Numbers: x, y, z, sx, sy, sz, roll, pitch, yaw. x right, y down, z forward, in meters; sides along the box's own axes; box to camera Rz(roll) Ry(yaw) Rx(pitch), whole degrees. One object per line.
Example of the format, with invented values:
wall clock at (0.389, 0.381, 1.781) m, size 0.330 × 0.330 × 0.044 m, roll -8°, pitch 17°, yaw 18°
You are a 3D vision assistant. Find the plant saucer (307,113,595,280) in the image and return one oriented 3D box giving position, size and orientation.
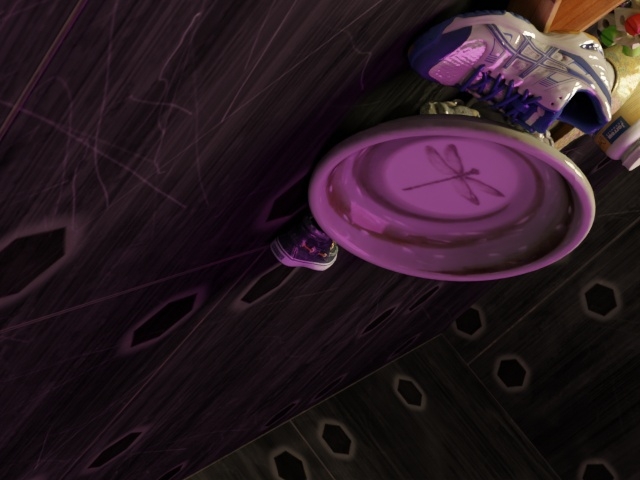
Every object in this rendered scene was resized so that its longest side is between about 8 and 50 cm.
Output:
plant saucer at (0.185, -0.077, 1.491) m, size 0.400 × 0.401 × 0.100 m, roll 119°, pitch -17°, yaw -58°

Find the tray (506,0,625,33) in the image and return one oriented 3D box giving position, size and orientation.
tray at (0.431, -0.410, 1.423) m, size 0.411 × 0.076 × 0.203 m, roll -35°, pitch 166°, yaw -11°

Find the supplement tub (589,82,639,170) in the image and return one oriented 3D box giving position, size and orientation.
supplement tub at (0.597, -0.253, 2.088) m, size 0.144 × 0.199 × 0.144 m, roll -36°, pitch 166°, yaw -11°

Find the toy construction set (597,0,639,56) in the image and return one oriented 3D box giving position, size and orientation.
toy construction set at (0.568, -0.351, 1.645) m, size 0.328 × 0.215 × 0.151 m, roll -13°, pitch 130°, yaw -32°

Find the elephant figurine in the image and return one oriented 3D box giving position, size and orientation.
elephant figurine at (0.222, -0.158, 1.601) m, size 0.239 × 0.186 × 0.169 m, roll -21°, pitch -157°, yaw -24°

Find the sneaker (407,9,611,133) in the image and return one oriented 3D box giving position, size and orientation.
sneaker at (0.254, -0.204, 1.324) m, size 0.297 × 0.131 × 0.112 m, roll 1°, pitch 155°, yaw -24°

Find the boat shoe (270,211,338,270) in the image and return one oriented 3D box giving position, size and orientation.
boat shoe at (0.000, 0.000, 1.645) m, size 0.083 × 0.065 × 0.183 m, roll -39°, pitch 165°, yaw 20°

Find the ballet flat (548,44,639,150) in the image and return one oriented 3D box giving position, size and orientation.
ballet flat at (0.461, -0.250, 1.957) m, size 0.348 × 0.123 × 0.123 m, roll -41°, pitch 166°, yaw 10°
